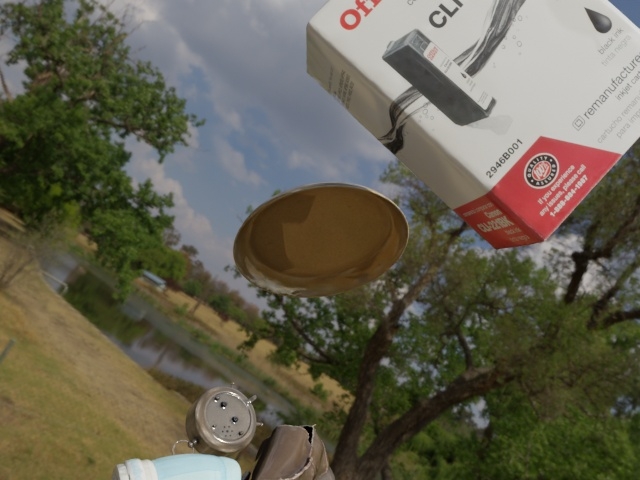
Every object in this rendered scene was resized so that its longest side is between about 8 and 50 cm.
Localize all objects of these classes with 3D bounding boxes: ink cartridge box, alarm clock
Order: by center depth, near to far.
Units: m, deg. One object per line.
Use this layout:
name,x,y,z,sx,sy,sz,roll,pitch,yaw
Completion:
ink cartridge box,0.146,-0.155,0.491,0.273,0.197,0.114,43,-3,2
alarm clock,-0.198,0.351,0.999,0.129,0.192,0.064,51,-49,11

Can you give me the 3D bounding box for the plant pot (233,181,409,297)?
plant pot,0.000,0.000,0.717,0.236,0.032,0.236,-7,-38,-5

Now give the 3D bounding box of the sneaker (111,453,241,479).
sneaker,-0.147,0.393,0.566,0.150,0.366,0.135,0,22,-25

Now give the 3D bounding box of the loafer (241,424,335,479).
loafer,-0.074,0.372,0.857,0.133,0.130,0.366,-15,-16,7
